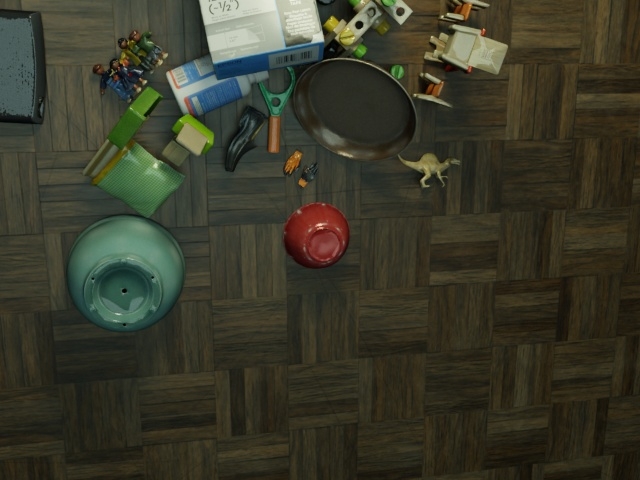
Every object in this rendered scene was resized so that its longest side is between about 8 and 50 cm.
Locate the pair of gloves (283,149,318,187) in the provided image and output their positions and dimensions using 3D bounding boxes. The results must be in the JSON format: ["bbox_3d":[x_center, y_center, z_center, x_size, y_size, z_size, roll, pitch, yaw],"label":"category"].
[{"bbox_3d":[-0.050,-0.183,1.861,0.083,0.010,0.074,34,95,-19],"label":"pair of gloves"}]

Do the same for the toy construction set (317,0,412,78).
[{"bbox_3d":[0.116,-0.483,1.701,0.257,0.237,0.309,-24,108,-5],"label":"toy construction set"}]

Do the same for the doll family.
[{"bbox_3d":[-0.448,-0.408,1.687,0.111,0.076,0.193,37,97,-23],"label":"doll family"}]

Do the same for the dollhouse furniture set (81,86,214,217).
[{"bbox_3d":[-0.411,-0.165,1.662,0.197,0.151,0.301,37,118,-17],"label":"dollhouse furniture set"}]

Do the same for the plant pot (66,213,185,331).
[{"bbox_3d":[-0.469,0.099,1.747,0.293,0.196,0.293,-3,104,-12],"label":"plant pot"}]

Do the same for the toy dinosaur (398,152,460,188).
[{"bbox_3d":[0.279,-0.185,1.919,0.183,0.053,0.092,-1,89,-19],"label":"toy dinosaur"}]

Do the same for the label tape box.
[{"bbox_3d":[-0.149,-0.557,1.620,0.249,0.115,0.348,-12,84,-3],"label":"label tape box"}]

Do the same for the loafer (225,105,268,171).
[{"bbox_3d":[-0.184,-0.242,1.785,0.061,0.062,0.170,24,99,-1],"label":"loafer"}]

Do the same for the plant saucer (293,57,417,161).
[{"bbox_3d":[0.088,-0.319,1.749,0.310,0.310,0.050,39,51,-18],"label":"plant saucer"}]

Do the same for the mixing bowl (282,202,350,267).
[{"bbox_3d":[0.000,0.000,1.873,0.181,0.098,0.181,-3,106,-12],"label":"mixing bowl"}]

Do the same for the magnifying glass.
[{"bbox_3d":[-0.112,-0.334,1.804,0.092,0.026,0.231,0,102,-12],"label":"magnifying glass"}]

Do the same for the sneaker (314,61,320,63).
[{"bbox_3d":[-0.042,-0.441,1.782,0.083,0.031,0.035,11,74,-6],"label":"sneaker"}]

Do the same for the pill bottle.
[{"bbox_3d":[-0.239,-0.380,1.711,0.221,0.124,0.124,-24,108,-5],"label":"pill bottle"}]

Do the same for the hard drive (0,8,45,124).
[{"bbox_3d":[-0.715,-0.392,1.642,0.172,0.054,0.255,1,104,-12],"label":"hard drive"}]

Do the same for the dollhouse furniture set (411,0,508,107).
[{"bbox_3d":[0.340,-0.448,1.747,0.135,0.259,0.262,17,102,-6],"label":"dollhouse furniture set"}]
